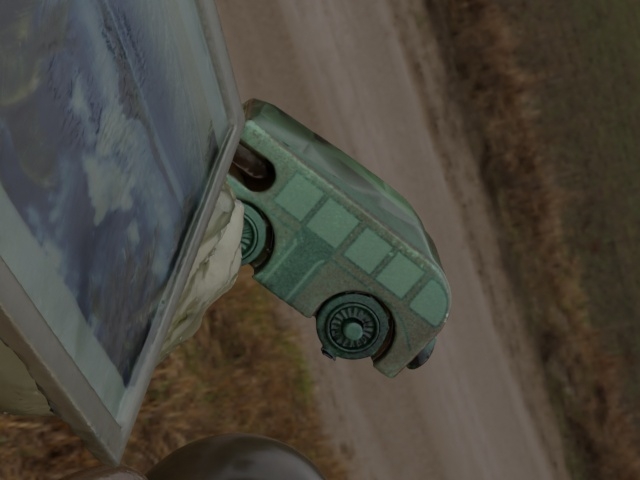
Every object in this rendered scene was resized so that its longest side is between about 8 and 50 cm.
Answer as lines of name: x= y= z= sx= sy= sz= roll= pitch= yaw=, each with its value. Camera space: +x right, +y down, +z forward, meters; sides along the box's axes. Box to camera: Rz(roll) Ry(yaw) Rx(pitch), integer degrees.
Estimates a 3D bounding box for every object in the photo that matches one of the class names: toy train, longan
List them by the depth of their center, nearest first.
toy train: x=0.000 y=0.000 z=1.135 sx=0.326 sy=0.159 sz=0.129 roll=38 pitch=16 yaw=-12
longan: x=-0.101 y=0.335 z=1.283 sx=0.258 sy=0.258 sz=0.258 roll=38 pitch=45 yaw=-52

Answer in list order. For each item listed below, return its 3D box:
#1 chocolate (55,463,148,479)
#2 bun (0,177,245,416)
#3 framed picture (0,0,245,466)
chocolate: x=-0.293 y=0.311 z=1.176 sx=0.083 sy=0.261 sz=0.161 roll=49 pitch=29 yaw=17
bun: x=-0.191 y=-0.046 z=0.819 sx=0.326 sy=0.234 sz=0.362 roll=62 pitch=-3 yaw=-2
framed picture: x=-0.098 y=-0.052 z=0.529 sx=0.315 sy=0.024 sz=0.232 roll=81 pitch=24 yaw=-62
